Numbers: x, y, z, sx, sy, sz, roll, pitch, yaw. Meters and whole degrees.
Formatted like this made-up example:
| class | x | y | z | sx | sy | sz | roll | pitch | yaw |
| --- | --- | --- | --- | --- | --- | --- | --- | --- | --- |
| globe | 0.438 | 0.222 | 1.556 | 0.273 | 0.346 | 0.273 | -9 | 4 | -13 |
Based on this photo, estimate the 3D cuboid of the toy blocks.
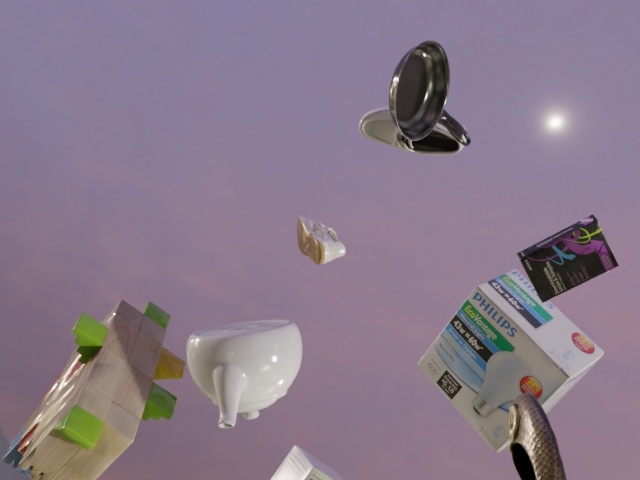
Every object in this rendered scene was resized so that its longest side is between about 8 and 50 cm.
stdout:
| class | x | y | z | sx | sy | sz | roll | pitch | yaw |
| --- | --- | --- | --- | --- | --- | --- | --- | --- | --- |
| toy blocks | -0.379 | 0.274 | 1.189 | 0.190 | 0.381 | 0.261 | 39 | -72 | -17 |

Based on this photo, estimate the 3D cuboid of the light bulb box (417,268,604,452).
| class | x | y | z | sx | sy | sz | roll | pitch | yaw |
| --- | --- | --- | --- | --- | --- | --- | --- | --- | --- |
| light bulb box | 0.540 | 0.343 | 2.199 | 0.358 | 0.225 | 0.361 | 47 | -51 | 24 |

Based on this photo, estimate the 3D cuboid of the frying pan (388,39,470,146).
| class | x | y | z | sx | sy | sz | roll | pitch | yaw |
| --- | --- | --- | --- | --- | --- | --- | --- | --- | --- |
| frying pan | 0.234 | -0.301 | 1.556 | 0.053 | 0.326 | 0.197 | 20 | -75 | 35 |

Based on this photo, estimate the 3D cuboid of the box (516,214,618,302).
| class | x | y | z | sx | sy | sz | roll | pitch | yaw |
| --- | --- | --- | --- | --- | --- | --- | --- | --- | --- |
| box | 0.474 | 0.037 | 1.458 | 0.162 | 0.029 | 0.116 | -28 | -67 | 12 |

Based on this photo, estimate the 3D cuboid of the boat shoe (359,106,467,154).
| class | x | y | z | sx | sy | sz | roll | pitch | yaw |
| --- | --- | --- | --- | --- | --- | --- | --- | --- | --- |
| boat shoe | 0.209 | -0.251 | 1.760 | 0.258 | 0.084 | 0.095 | 7 | -62 | 16 |

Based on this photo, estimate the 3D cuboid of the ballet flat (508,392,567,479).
| class | x | y | z | sx | sy | sz | roll | pitch | yaw |
| --- | --- | --- | --- | --- | --- | --- | --- | --- | --- |
| ballet flat | 0.205 | 0.254 | 0.704 | 0.058 | 0.250 | 0.084 | -11 | -42 | 8 |

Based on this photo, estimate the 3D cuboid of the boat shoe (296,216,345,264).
| class | x | y | z | sx | sy | sz | roll | pitch | yaw |
| --- | --- | --- | --- | --- | --- | --- | --- | --- | --- |
| boat shoe | 0.000 | 0.000 | 2.188 | 0.277 | 0.096 | 0.098 | -130 | -142 | -63 |

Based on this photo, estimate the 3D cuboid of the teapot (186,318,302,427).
| class | x | y | z | sx | sy | sz | roll | pitch | yaw |
| --- | --- | --- | --- | --- | --- | --- | --- | --- | --- |
| teapot | -0.148 | 0.267 | 1.543 | 0.252 | 0.256 | 0.187 | -5 | -87 | 57 |

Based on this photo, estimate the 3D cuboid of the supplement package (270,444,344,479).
| class | x | y | z | sx | sy | sz | roll | pitch | yaw |
| --- | --- | --- | --- | --- | --- | --- | --- | --- | --- |
| supplement package | -0.057 | 0.592 | 1.624 | 0.134 | 0.244 | 0.139 | 39 | -7 | -19 |
